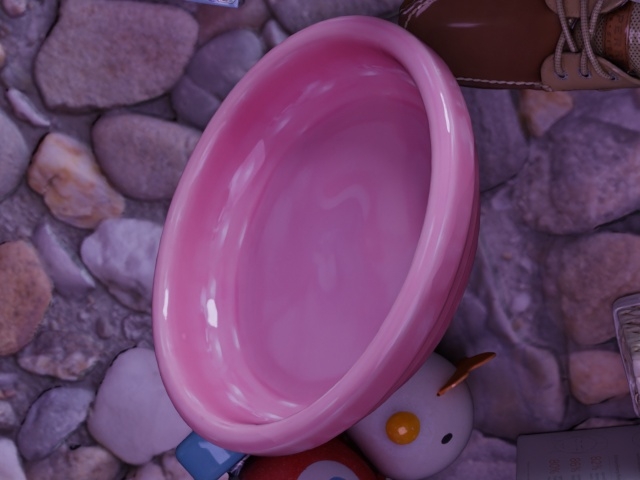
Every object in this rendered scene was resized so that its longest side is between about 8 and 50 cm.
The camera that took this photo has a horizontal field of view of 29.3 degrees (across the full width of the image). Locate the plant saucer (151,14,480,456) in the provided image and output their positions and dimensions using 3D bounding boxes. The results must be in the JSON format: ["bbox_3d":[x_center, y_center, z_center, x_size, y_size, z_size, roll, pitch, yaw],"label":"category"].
[{"bbox_3d":[0.000,0.000,0.913,0.084,0.332,0.332,22,117,-36],"label":"plant saucer"}]

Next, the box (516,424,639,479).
[{"bbox_3d":[0.253,0.224,1.022,0.170,0.130,0.091,-7,108,12],"label":"box"}]

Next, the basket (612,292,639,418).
[{"bbox_3d":[0.328,0.099,0.977,0.167,0.103,0.113,-13,108,13],"label":"basket"}]

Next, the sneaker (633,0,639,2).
[{"bbox_3d":[0.141,-0.279,0.799,0.290,0.123,0.106,35,77,10],"label":"sneaker"}]

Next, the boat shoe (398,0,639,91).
[{"bbox_3d":[0.217,-0.166,0.889,0.324,0.120,0.122,-6,109,11],"label":"boat shoe"}]

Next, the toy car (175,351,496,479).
[{"bbox_3d":[0.048,0.166,1.011,0.238,0.210,0.219,-43,87,8],"label":"toy car"}]

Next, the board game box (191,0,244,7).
[{"bbox_3d":[-0.104,-0.266,0.956,0.103,0.026,0.154,9,111,6],"label":"board game box"}]
